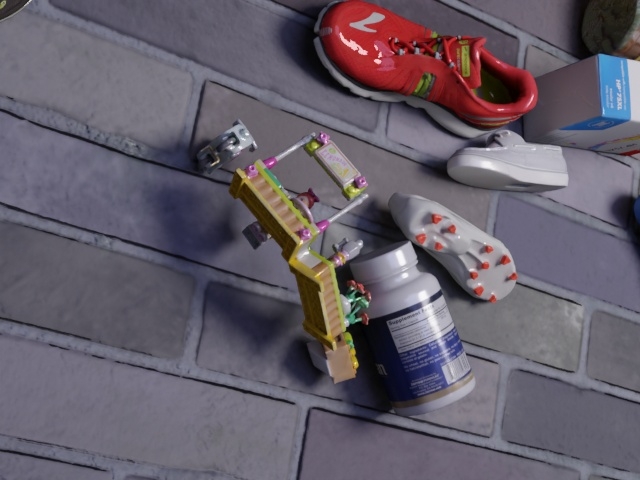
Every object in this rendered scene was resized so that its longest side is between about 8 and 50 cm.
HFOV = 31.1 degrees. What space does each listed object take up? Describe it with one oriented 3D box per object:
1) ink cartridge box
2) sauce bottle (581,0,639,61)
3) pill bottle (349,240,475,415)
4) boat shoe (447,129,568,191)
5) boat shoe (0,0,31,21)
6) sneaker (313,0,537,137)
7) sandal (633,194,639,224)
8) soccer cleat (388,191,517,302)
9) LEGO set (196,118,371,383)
[{"bbox_3d":[0.377,-0.160,1.408,0.231,0.134,0.077,4,79,-32],"label":"ink cartridge box"},{"bbox_3d":[0.503,-0.245,1.517,0.345,0.111,0.111,13,76,-30],"label":"sauce bottle"},{"bbox_3d":[0.092,0.090,1.211,0.094,0.094,0.169,-24,95,-33],"label":"pill bottle"},{"bbox_3d":[0.220,-0.096,1.339,0.184,0.066,0.063,4,78,-32],"label":"boat shoe"},{"bbox_3d":[-0.312,-0.226,1.016,0.228,0.069,0.081,-42,105,-30],"label":"boat shoe"},{"bbox_3d":[0.124,-0.202,1.262,0.279,0.118,0.107,17,73,-30],"label":"sneaker"},{"bbox_3d":[0.496,0.065,1.461,0.138,0.126,0.317,-45,105,-25],"label":"sandal"},{"bbox_3d":[0.151,0.003,1.283,0.068,0.076,0.196,-49,128,7],"label":"soccer cleat"},{"bbox_3d":[0.000,0.000,1.139,0.107,0.132,0.287,-36,101,-25],"label":"LEGO set"}]
